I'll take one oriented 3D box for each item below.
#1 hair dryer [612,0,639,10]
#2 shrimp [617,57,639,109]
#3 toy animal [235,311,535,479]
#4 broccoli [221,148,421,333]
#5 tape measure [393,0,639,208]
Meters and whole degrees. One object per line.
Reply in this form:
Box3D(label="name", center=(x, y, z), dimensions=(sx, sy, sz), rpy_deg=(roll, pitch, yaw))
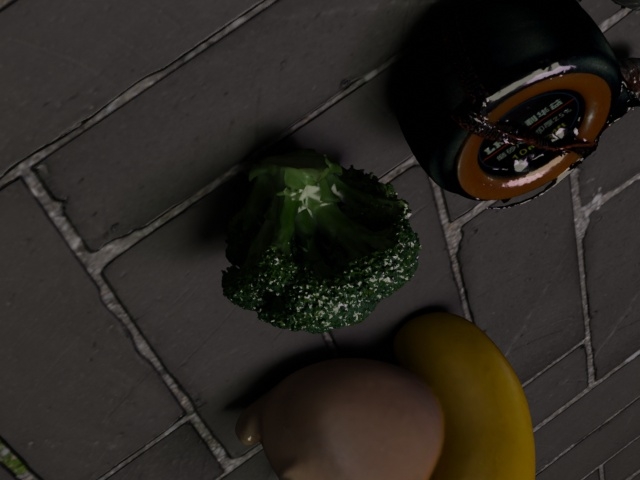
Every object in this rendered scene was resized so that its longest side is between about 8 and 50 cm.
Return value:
Box3D(label="hair dryer", center=(0.286, -0.333, 1.333), dimensions=(0.219, 0.088, 0.225), rpy_deg=(-49, 135, 4))
Box3D(label="shrimp", center=(0.274, -0.144, 1.572), dimensions=(0.165, 0.056, 0.065), rpy_deg=(-27, 154, -17))
Box3D(label="toy animal", center=(0.080, 0.265, 1.720), dimensions=(0.345, 0.277, 0.247), rpy_deg=(-19, 158, -37))
Box3D(label="broccoli", center=(0.000, 0.000, 1.355), dimensions=(0.195, 0.195, 0.156), rpy_deg=(-16, 109, -35))
Box3D(label="tape measure", center=(0.172, -0.132, 1.399), dimensions=(0.202, 0.135, 0.223), rpy_deg=(-36, 150, 14))
